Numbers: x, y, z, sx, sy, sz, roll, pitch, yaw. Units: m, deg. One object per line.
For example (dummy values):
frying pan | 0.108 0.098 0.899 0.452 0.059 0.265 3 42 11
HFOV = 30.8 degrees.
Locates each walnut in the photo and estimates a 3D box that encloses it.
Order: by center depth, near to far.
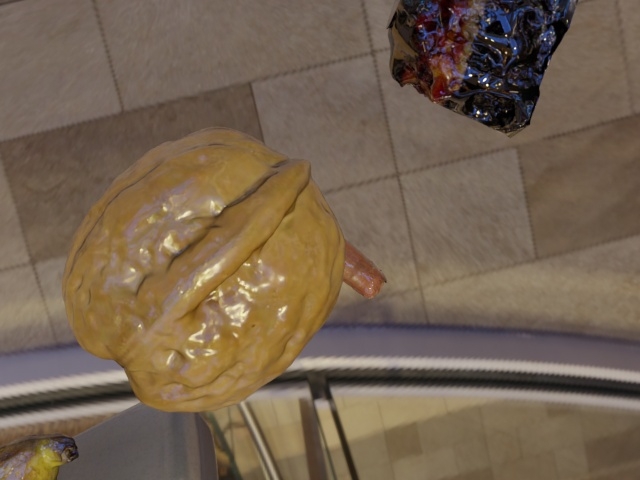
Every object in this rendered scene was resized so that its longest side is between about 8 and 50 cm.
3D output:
walnut | -0.098 0.022 1.037 0.224 0.257 0.257 44 96 -6

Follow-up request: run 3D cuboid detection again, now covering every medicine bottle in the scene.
medicine bottle | -0.313 0.371 1.569 0.375 0.282 0.123 -27 122 9

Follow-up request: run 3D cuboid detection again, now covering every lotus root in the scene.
lotus root | -0.332 0.267 1.245 0.094 0.108 0.191 40 99 23

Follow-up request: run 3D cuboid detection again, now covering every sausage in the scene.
sausage | 0.000 0.000 1.327 0.186 0.043 0.043 41 98 20

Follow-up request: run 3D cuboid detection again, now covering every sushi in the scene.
sushi | 0.144 -0.205 1.116 0.150 0.153 0.172 20 82 -4
